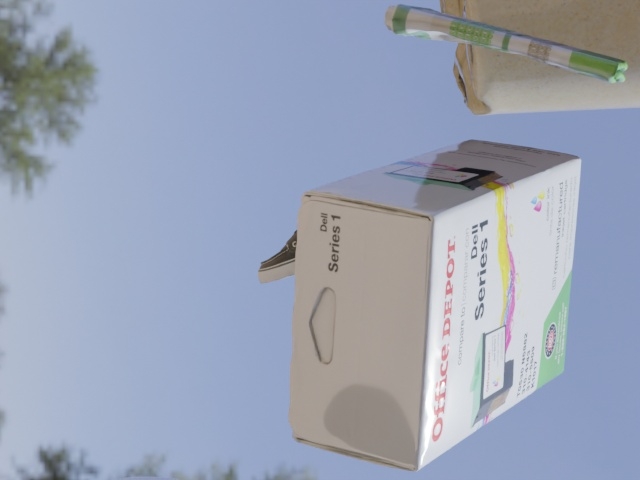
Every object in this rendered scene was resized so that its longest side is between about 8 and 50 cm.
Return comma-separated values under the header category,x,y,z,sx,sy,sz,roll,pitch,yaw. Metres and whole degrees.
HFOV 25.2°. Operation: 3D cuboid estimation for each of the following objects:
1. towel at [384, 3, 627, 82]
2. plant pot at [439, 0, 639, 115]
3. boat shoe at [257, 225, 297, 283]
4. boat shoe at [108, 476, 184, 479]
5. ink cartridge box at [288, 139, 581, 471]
category,x,y,z,sx,sy,sz,roll,pitch,yaw
towel,0.125,-0.127,0.946,0.113,0.152,0.023,-25,131,-72
plant pot,0.284,-0.264,1.471,0.334,0.305,0.334,170,-90,-90
boat shoe,0.000,0.000,1.247,0.142,0.049,0.040,-23,-93,32
boat shoe,-0.172,0.196,0.704,0.094,0.302,0.109,-8,-80,49
ink cartridge box,0.099,0.042,1.155,0.117,0.278,0.201,11,-73,31
